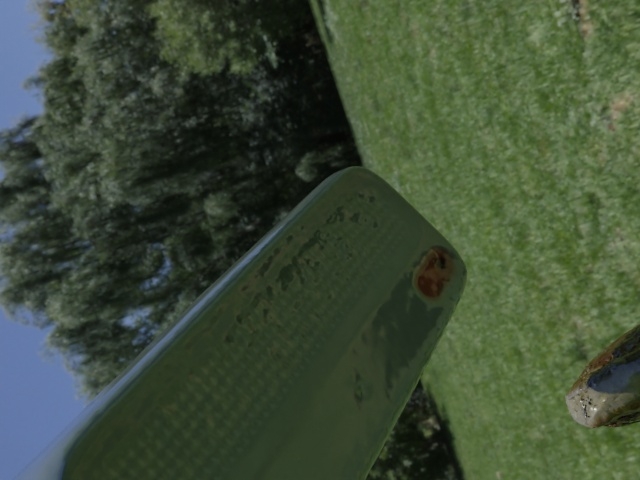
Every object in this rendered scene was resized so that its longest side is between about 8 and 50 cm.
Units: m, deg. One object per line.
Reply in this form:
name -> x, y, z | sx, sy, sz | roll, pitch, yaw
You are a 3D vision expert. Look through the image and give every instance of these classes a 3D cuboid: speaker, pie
speaker -> -0.047, 0.118, 0.546 | 0.183, 0.184, 0.406 | 42, -137, -1
pie -> 0.314, 0.110, 0.679 | 0.079, 0.193, 0.163 | 58, -162, 20
